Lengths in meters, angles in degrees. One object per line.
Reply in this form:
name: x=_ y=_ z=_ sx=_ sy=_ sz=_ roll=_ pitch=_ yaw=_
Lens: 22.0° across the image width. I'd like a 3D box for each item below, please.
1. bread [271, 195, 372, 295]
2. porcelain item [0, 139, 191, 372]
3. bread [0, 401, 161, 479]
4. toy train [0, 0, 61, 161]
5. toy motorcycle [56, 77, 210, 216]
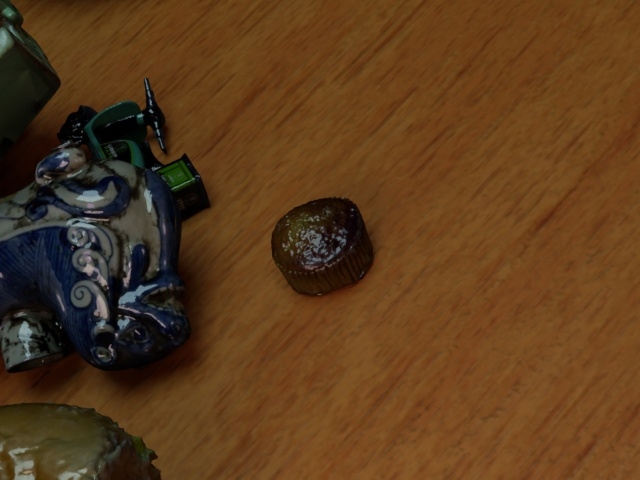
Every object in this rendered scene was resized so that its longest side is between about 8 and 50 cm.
bread: x=0.000 y=0.000 z=1.359 sx=0.085 sy=0.053 sz=0.085 roll=-12 pitch=47 yaw=13
porcelain item: x=-0.244 y=0.040 z=1.377 sx=0.288 sy=0.138 sz=0.186 roll=-18 pitch=77 yaw=11
bread: x=-0.202 y=0.210 z=1.157 sx=0.246 sy=0.195 sz=0.176 roll=-6 pitch=55 yaw=16
toy train: x=-0.380 y=-0.093 z=1.467 sx=0.159 sy=0.129 sz=0.326 roll=42 pitch=89 yaw=23
toy motorcycle: x=-0.174 y=-0.077 z=1.501 sx=0.100 sy=0.058 sz=0.173 roll=-25 pitch=47 yaw=-10
